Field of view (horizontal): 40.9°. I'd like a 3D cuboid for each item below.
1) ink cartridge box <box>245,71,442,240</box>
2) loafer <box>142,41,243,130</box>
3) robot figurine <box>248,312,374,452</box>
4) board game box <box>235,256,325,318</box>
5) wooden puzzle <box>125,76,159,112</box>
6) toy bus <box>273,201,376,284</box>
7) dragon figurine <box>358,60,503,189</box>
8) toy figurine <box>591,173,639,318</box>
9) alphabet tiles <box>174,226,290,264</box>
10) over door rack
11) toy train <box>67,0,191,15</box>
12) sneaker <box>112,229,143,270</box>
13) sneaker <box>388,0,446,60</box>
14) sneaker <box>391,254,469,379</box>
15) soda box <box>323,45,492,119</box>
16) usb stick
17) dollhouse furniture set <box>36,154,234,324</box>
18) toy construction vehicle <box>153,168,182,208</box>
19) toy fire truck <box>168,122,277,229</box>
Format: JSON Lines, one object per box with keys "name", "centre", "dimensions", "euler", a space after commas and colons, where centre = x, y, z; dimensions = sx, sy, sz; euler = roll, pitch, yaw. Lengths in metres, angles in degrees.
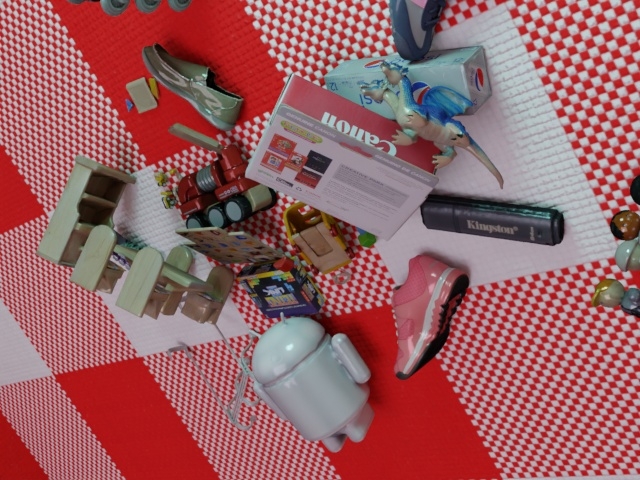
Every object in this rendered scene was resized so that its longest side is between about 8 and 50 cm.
{"name": "ink cartridge box", "centre": [0.050, -0.160, 1.560], "dimensions": [0.309, 0.130, 0.272], "euler": [25, 153, -7]}
{"name": "loafer", "centre": [-0.263, -0.340, 1.813], "dimensions": [0.251, 0.094, 0.087], "euler": [39, 111, -6]}
{"name": "robot figurine", "centre": [-0.024, 0.325, 2.011], "dimensions": [0.300, 0.200, 0.353], "euler": [-32, 100, 27]}
{"name": "board game box", "centre": [-0.094, 0.114, 2.009], "dimensions": [0.170, 0.048, 0.141], "euler": [-12, 122, 40]}
{"name": "wooden puzzle", "centre": [-0.407, -0.332, 1.962], "dimensions": [0.116, 0.014, 0.078], "euler": [-2, 114, 36]}
{"name": "toy bus", "centre": [0.000, -0.008, 1.830], "dimensions": [0.202, 0.191, 0.104], "euler": [-58, 37, 43]}
{"name": "dragon figurine", "centre": [0.200, -0.201, 1.437], "dimensions": [0.289, 0.144, 0.085], "euler": [23, 134, -7]}
{"name": "toy figurine", "centre": [0.538, 0.014, 1.389], "dimensions": [0.148, 0.209, 0.213], "euler": [24, 131, 28]}
{"name": "alphabet tiles", "centre": [-0.211, 0.013, 1.943], "dimensions": [0.198, 0.009, 0.237], "euler": [-3, 160, 31]}
{"name": "over door rack", "centre": [-0.256, 0.308, 2.251], "dimensions": [0.324, 0.108, 0.239], "euler": [41, 136, 25]}
{"name": "toy train", "centre": [-0.345, -0.523, 1.575], "dimensions": [0.142, 0.334, 0.190], "euler": [22, 116, 25]}
{"name": "sneaker", "centre": [-0.468, 0.038, 2.237], "dimensions": [0.098, 0.083, 0.223], "euler": [-39, 97, 22]}
{"name": "sneaker", "centre": [0.189, -0.435, 1.391], "dimensions": [0.131, 0.112, 0.319], "euler": [17, 129, 25]}
{"name": "sneaker", "centre": [0.206, 0.157, 1.817], "dimensions": [0.136, 0.116, 0.314], "euler": [36, 128, 24]}
{"name": "soda box", "centre": [0.154, -0.277, 1.541], "dimensions": [0.286, 0.091, 0.098], "euler": [1, 121, 35]}
{"name": "usb stick", "centre": [0.319, -0.040, 1.622], "dimensions": [0.278, 0.045, 0.077], "euler": [9, 124, 30]}
{"name": "dollhouse furniture set", "centre": [-0.423, 0.000, 2.006], "dimensions": [0.394, 0.362, 0.256], "euler": [24, 91, 21]}
{"name": "toy construction vehicle", "centre": [-0.356, -0.125, 2.060], "dimensions": [0.086, 0.035, 0.098], "euler": [1, 118, 48]}
{"name": "toy fire truck", "centre": [-0.250, -0.145, 1.899], "dimensions": [0.217, 0.158, 0.246], "euler": [-19, 96, 43]}
